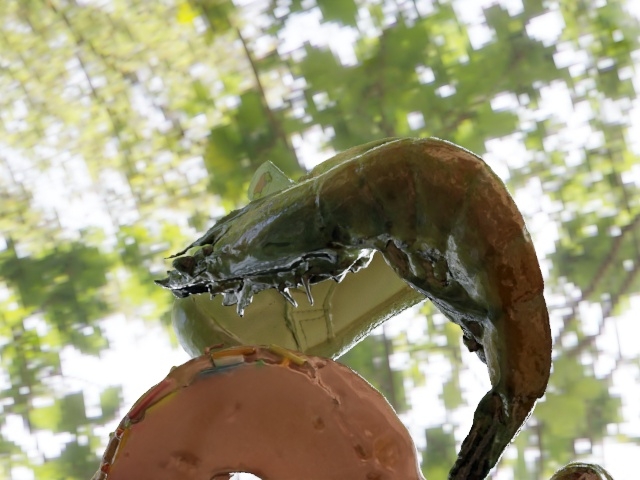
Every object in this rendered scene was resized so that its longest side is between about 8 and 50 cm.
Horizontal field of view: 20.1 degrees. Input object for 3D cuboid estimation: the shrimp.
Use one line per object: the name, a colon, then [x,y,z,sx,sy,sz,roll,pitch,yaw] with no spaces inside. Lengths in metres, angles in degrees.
shrimp: [0.016,0.057,1.012,0.051,0.262,0.198,-16,-91,-54]

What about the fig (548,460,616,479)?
fig: [0.228,0.265,1.714,0.089,0.125,0.089,40,-149,-30]

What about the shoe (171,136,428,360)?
shoe: [0.001,0.006,1.390,0.262,0.140,0.128,-22,-65,-19]

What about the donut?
donut: [-0.052,0.172,1.246,0.233,0.085,0.199,-35,-90,-1]
